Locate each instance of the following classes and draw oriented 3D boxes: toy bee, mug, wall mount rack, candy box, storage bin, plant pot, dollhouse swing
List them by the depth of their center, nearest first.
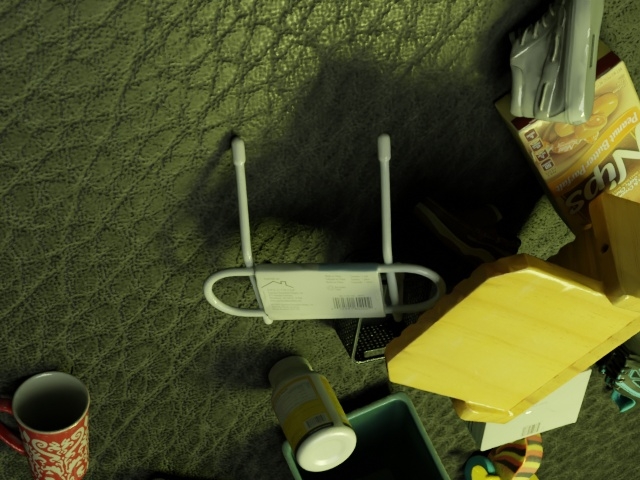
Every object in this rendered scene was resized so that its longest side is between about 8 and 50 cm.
[{"bbox_3d":[0.000,0.000,1.557,0.350,0.130,0.304,-2,140,9],"label":"wall mount rack"},{"bbox_3d":[0.279,0.070,1.655,0.305,0.315,0.347,29,128,-22],"label":"dollhouse swing"},{"bbox_3d":[-0.419,0.287,1.684,0.113,0.150,0.169,-47,155,-39],"label":"mug"},{"bbox_3d":[0.416,-0.151,1.715,0.183,0.087,0.316,-35,136,7],"label":"candy box"},{"bbox_3d":[0.099,0.104,1.784,0.122,0.084,0.180,-9,132,-20],"label":"storage bin"},{"bbox_3d":[0.094,0.466,2.012,0.247,0.248,0.252,-22,154,-8],"label":"plant pot"},{"bbox_3d":[0.375,0.518,2.258,0.195,0.162,0.298,-7,132,-25],"label":"toy bee"}]

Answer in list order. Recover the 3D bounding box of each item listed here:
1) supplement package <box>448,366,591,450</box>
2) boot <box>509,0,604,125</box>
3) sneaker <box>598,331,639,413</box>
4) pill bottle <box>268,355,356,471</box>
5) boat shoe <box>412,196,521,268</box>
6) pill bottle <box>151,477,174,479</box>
[{"bbox_3d":[0.329,0.226,1.932,0.194,0.203,0.149,-12,134,-17],"label":"supplement package"},{"bbox_3d":[0.321,-0.293,1.529,0.095,0.123,0.258,-14,110,-63],"label":"boot"},{"bbox_3d":[0.619,0.239,2.158,0.140,0.125,0.341,-28,135,5],"label":"sneaker"},{"bbox_3d":[-0.020,0.280,1.808,0.103,0.184,0.103,-15,135,-15],"label":"pill bottle"},{"bbox_3d":[0.239,-0.024,1.747,0.095,0.095,0.257,-51,142,6],"label":"boat shoe"},{"bbox_3d":[-0.204,0.505,1.957,0.246,0.130,0.130,22,116,-40],"label":"pill bottle"}]
